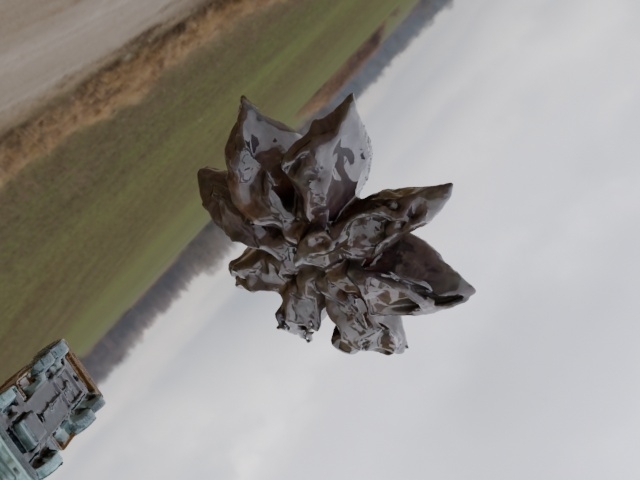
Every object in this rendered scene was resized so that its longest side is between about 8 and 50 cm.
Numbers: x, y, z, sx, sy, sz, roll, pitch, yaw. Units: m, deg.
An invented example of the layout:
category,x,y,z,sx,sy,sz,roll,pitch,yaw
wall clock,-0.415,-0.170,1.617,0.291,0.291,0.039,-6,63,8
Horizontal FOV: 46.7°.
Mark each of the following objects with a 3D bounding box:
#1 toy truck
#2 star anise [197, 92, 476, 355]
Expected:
category,x,y,z,sx,sy,sz,roll,pitch,yaw
toy truck,-0.449,0.270,1.102,0.162,0.136,0.305,-31,-171,6
star anise,-0.002,-0.002,0.763,0.331,0.332,0.117,-40,-175,44
